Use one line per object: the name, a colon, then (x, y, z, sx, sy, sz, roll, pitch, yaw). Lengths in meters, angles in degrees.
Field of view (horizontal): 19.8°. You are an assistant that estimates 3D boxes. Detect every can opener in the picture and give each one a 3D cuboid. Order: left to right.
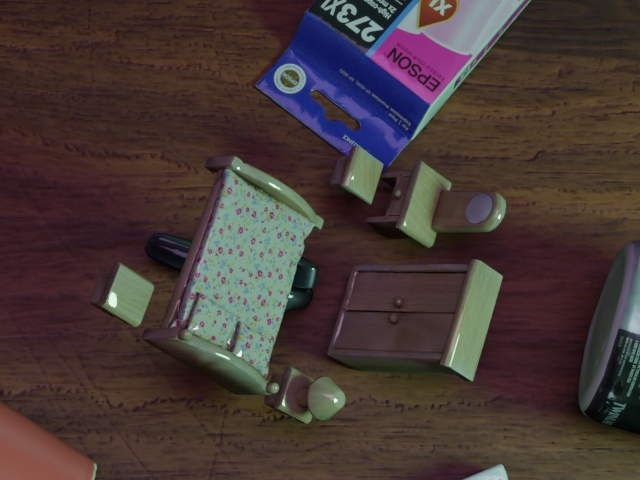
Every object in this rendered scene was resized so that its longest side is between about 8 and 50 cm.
can opener: (-0.093, 0.029, 1.926, 0.186, 0.059, 0.073, 16, 97, 8)

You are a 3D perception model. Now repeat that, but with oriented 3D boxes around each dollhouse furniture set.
dollhouse furniture set: (0.000, 0.000, 1.775, 0.355, 0.174, 0.303, 34, 66, -40)

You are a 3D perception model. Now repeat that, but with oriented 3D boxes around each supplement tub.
supplement tub: (0.434, 0.128, 1.854, 0.316, 0.193, 0.193, 16, 73, 1)

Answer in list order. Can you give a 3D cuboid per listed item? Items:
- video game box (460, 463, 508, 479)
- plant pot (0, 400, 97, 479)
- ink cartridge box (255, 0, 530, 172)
video game box: (0.127, 0.349, 1.845, 0.205, 0.048, 0.187, -21, 73, -9)
plant pot: (-0.360, 0.259, 1.749, 0.243, 0.275, 0.275, 22, 73, -7)
ink cartridge box: (0.111, -0.260, 2.024, 0.176, 0.069, 0.371, 38, 77, 8)
